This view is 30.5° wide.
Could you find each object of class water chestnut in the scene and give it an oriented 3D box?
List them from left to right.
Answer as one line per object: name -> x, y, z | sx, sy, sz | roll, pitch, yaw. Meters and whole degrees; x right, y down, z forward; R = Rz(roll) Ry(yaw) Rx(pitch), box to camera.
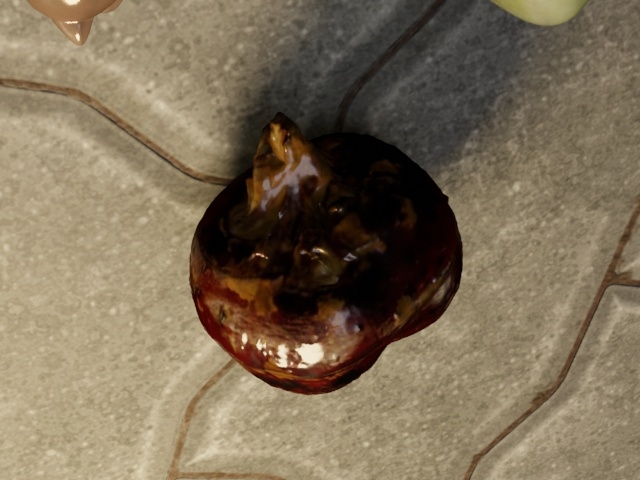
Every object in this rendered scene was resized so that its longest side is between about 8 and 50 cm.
water chestnut -> 0.000, 0.000, 1.381 | 0.335, 0.335, 0.347 | -18, 136, -7

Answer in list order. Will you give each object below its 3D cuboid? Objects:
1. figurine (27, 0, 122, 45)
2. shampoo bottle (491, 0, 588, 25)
figurine -> -0.261, -0.291, 1.239 | 0.125, 0.125, 0.138 | -42, 109, 10
shampoo bottle -> 0.238, -0.409, 1.198 | 0.322, 0.322, 0.317 | 32, 100, -32
